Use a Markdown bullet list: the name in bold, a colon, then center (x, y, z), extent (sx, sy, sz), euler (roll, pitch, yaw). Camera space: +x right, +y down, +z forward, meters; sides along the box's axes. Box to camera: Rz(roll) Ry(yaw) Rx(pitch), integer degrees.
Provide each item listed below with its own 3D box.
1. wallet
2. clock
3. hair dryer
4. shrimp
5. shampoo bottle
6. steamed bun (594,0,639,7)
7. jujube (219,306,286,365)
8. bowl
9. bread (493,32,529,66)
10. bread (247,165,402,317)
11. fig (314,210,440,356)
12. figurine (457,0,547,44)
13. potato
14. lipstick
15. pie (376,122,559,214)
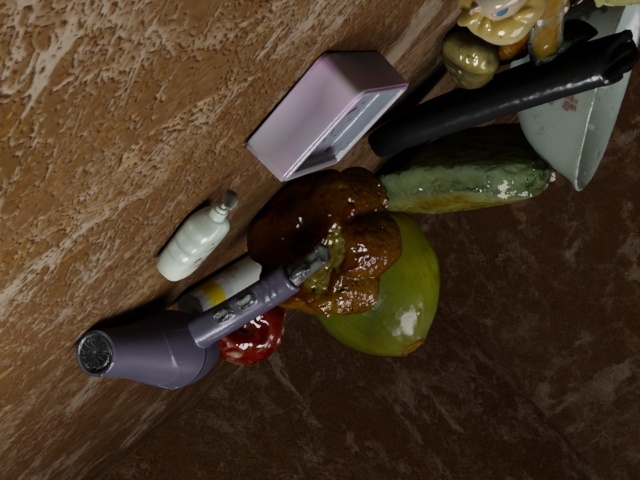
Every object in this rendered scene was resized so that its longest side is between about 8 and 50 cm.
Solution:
- **wallet**: center (0.292, -0.231, 1.500), extent (0.405, 0.062, 0.228), euler (-16, -166, 35)
- **clock**: center (0.012, -0.149, 1.106), extent (0.150, 0.063, 0.197), euler (-46, 173, 23)
- **hair dryer**: center (-0.145, 0.097, 1.331), extent (0.361, 0.121, 0.301), euler (-32, 165, 14)
- **shrimp**: center (0.406, -0.384, 1.371), extent (0.445, 0.085, 0.272), euler (-19, 133, -56)
- **shampoo bottle**: center (-0.143, -0.013, 1.151), extent (0.152, 0.045, 0.077), euler (-48, 171, 37)
- **steamed bun**: center (0.422, -0.409, 1.114), extent (0.273, 0.166, 0.232), euler (-55, 154, -5)
- **jujube**: center (-0.136, 0.153, 1.806), extent (0.155, 0.155, 0.230), euler (-43, 179, 10)
- **bowl**: center (0.490, -0.331, 1.854), extent (0.435, 0.195, 0.435), euler (-51, 150, -44)
- **bread**: center (0.315, -0.348, 1.493), extent (0.139, 0.095, 0.269), euler (-48, -178, 6)
- **bread**: center (0.010, 0.006, 1.421), extent (0.246, 0.232, 0.135), euler (-37, 166, 26)
- **fig**: center (0.128, 0.102, 2.154), extent (0.343, 0.343, 0.343), euler (-41, 173, -6)
- **figurine**: center (0.225, -0.317, 1.134), extent (0.114, 0.108, 0.196), euler (-64, 168, -7)
- **potato**: center (0.227, -0.276, 1.409), extent (0.070, 0.091, 0.138), euler (-54, 173, -3)
- **lipstick**: center (-0.141, 0.068, 1.605), extent (0.059, 0.059, 0.264), euler (-47, 171, 38)
- **pie**: center (0.309, -0.148, 2.021), extent (0.395, 0.181, 0.418), euler (-6, -172, 25)
